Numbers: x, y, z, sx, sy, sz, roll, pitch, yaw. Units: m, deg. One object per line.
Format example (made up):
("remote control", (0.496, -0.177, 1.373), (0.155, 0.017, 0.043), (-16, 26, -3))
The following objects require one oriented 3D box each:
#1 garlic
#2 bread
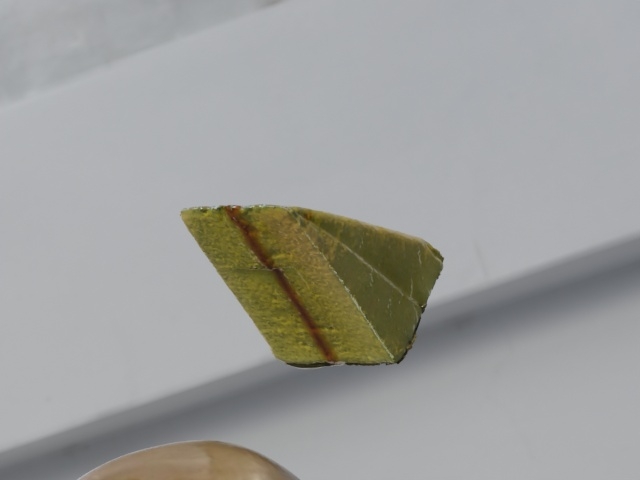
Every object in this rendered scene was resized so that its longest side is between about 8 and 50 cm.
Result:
("garlic", (-0.140, 0.252, 1.588), (0.112, 0.318, 0.143), (111, 141, -53))
("bread", (-0.002, -0.001, 1.832), (0.264, 0.168, 0.163), (58, -135, -38))
